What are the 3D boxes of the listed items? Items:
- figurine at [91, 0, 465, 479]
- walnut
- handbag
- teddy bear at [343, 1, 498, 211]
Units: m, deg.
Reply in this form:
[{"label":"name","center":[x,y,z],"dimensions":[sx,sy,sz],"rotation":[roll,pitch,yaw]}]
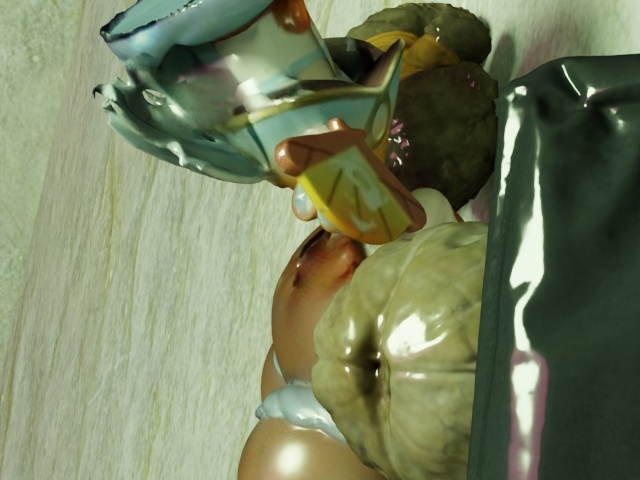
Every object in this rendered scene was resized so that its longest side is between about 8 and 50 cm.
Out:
[{"label":"figurine","center":[0.001,0.000,1.281],"dimensions":[0.248,0.388,0.277],"rotation":[-25,18,16]},{"label":"walnut","center":[0.108,0.076,1.116],"dimensions":[0.178,0.230,0.178],"rotation":[-10,75,40]},{"label":"handbag","center":[0.214,0.069,0.919],"dimensions":[0.275,0.178,0.302],"rotation":[2,78,26]},{"label":"teddy bear","center":[0.070,-0.089,1.443],"dimensions":[0.190,0.140,0.177],"rotation":[41,117,59]}]
